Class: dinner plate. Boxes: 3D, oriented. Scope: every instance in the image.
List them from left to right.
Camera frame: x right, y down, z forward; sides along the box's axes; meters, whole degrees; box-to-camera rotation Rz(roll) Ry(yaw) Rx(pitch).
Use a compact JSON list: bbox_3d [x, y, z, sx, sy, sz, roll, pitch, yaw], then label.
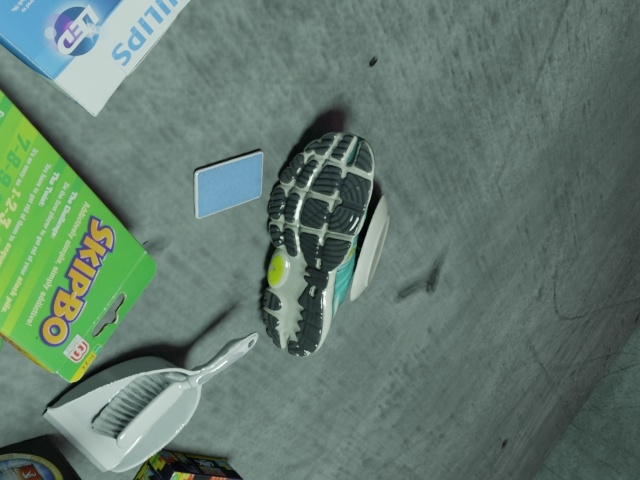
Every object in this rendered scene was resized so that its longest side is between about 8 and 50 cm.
[{"bbox_3d":[0.066,0.010,0.868,0.141,0.017,0.141,16,90,-80],"label":"dinner plate"}]

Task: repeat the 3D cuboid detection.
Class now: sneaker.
[{"bbox_3d":[0.000,0.000,0.796,0.110,0.107,0.275,-38,149,-56],"label":"sneaker"}]

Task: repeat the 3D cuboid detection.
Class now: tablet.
[{"bbox_3d":[-0.091,-0.057,0.699,0.083,0.006,0.054,-23,132,-37],"label":"tablet"}]

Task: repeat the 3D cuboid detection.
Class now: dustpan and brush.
[{"bbox_3d":[-0.158,0.156,0.729,0.211,0.060,0.147,-42,141,-21],"label":"dustpan and brush"}]

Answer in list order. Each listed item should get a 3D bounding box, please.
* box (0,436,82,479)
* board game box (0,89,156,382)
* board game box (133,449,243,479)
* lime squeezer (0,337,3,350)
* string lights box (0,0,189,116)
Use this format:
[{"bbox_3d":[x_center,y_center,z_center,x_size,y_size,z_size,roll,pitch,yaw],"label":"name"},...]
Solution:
[{"bbox_3d":[-0.289,0.272,0.528,0.270,0.216,0.060,-6,121,-47],"label":"box"},{"bbox_3d":[-0.226,-0.011,0.500,0.124,0.039,0.259,-58,137,-26],"label":"board game box"},{"bbox_3d":[-0.190,0.343,0.841,0.170,0.048,0.141,-57,143,-1],"label":"board game box"},{"bbox_3d":[-0.308,0.085,0.506,0.310,0.058,0.110,-45,142,-17],"label":"lime squeezer"},{"bbox_3d":[-0.193,-0.207,0.408,0.133,0.076,0.260,-52,144,-7],"label":"string lights box"}]
